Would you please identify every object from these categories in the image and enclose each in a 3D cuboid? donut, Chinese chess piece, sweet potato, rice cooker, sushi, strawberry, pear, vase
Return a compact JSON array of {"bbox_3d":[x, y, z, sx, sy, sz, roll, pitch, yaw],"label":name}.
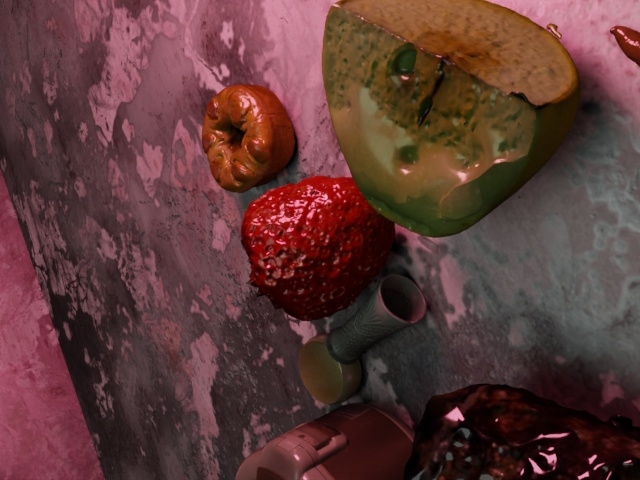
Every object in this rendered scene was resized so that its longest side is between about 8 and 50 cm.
[{"bbox_3d":[-0.154,-0.212,1.299,0.226,0.114,0.226,16,112,45],"label":"donut"},{"bbox_3d":[0.019,0.260,1.280,0.144,0.058,0.144,15,112,43],"label":"Chinese chess piece"},{"bbox_3d":[0.406,-0.195,0.741,0.179,0.044,0.044,58,135,20],"label":"sweet potato"},{"bbox_3d":[0.024,0.482,1.130,0.335,0.325,0.335,16,112,45],"label":"rice cooker"},{"bbox_3d":[0.297,0.344,0.812,0.294,0.299,0.281,6,86,44],"label":"sushi"},{"bbox_3d":[0.000,0.000,1.103,0.277,0.257,0.257,-35,73,25],"label":"strawberry"},{"bbox_3d":[0.170,-0.159,0.885,0.342,0.238,0.318,39,139,28],"label":"pear"},{"bbox_3d":[0.091,0.153,1.149,0.096,0.096,0.219,61,139,17],"label":"vase"}]
